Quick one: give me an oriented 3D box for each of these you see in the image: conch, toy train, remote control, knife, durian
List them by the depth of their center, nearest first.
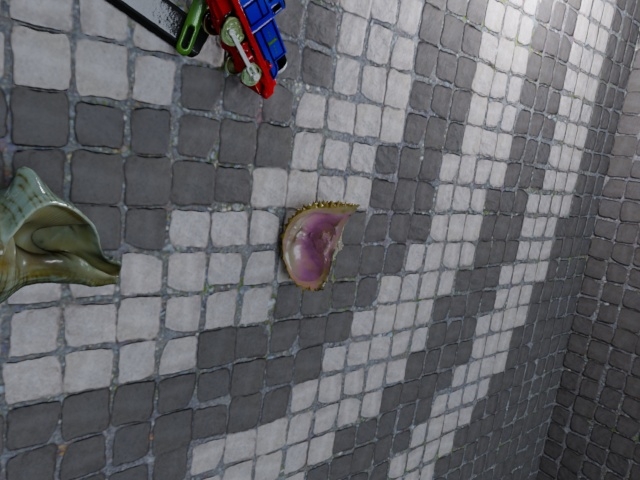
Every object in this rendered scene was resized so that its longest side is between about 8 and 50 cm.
[{"bbox_3d":[-0.432,-0.005,0.690,0.203,0.169,0.386,-50,168,11],"label":"conch"},{"bbox_3d":[-0.284,-0.375,0.779,0.245,0.025,0.063,26,91,-41],"label":"remote control"},{"bbox_3d":[-0.193,-0.401,0.804,0.054,0.015,0.212,19,101,-22],"label":"knife"},{"bbox_3d":[-0.115,-0.350,0.839,0.131,0.082,0.204,-44,148,-12],"label":"toy train"},{"bbox_3d":[-0.001,-0.002,1.060,0.165,0.132,0.183,-20,127,-22],"label":"durian"}]
